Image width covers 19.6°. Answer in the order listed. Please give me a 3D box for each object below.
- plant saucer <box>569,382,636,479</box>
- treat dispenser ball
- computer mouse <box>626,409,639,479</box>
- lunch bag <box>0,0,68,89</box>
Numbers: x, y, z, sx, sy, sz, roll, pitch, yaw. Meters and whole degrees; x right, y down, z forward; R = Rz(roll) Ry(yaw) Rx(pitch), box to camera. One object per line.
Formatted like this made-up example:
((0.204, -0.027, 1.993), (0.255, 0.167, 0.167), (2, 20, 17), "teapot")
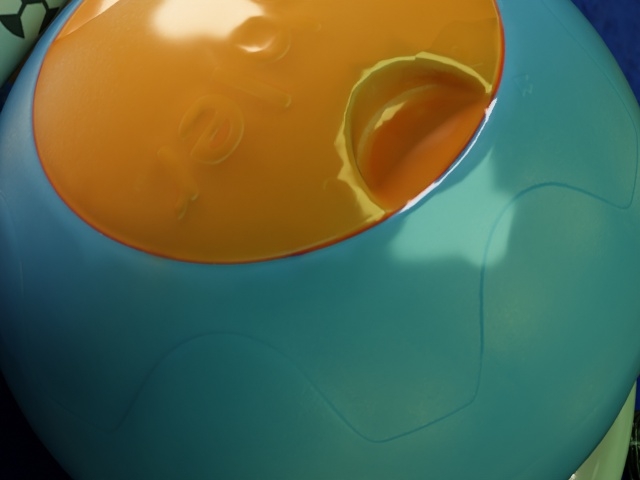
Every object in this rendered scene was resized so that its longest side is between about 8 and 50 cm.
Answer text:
((0.004, 0.035, 1.031), (0.400, 0.100, 0.400), (13, 68, -36), "plant saucer")
((0.000, 0.000, 0.785), (0.288, 0.288, 0.288), (13, 68, -35), "treat dispenser ball")
((0.176, 0.094, 1.188), (0.242, 0.041, 0.071), (48, 51, -17), "computer mouse")
((-0.286, -0.220, 0.799), (0.385, 0.239, 0.328), (47, 54, -26), "lunch bag")
